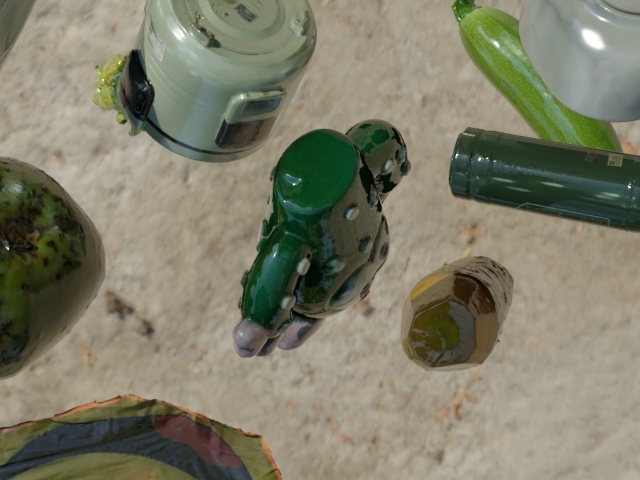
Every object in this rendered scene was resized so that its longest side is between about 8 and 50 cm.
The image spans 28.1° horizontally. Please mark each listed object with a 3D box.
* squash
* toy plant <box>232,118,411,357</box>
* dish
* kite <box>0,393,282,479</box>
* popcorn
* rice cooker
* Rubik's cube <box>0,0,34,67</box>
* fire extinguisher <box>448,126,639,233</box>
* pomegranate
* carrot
[{"bbox_3d":[0.336,-0.226,1.936,0.395,0.107,0.107,52,126,14],"label":"squash"},{"bbox_3d":[0.003,-0.003,1.136,0.112,0.243,0.232,28,97,15],"label":"toy plant"},{"bbox_3d":[0.370,-0.273,1.534,0.256,0.256,0.117,11,148,9],"label":"dish"},{"bbox_3d":[-0.159,0.238,1.011,0.377,0.013,0.327,22,125,-19],"label":"kite"},{"bbox_3d":[-0.309,-0.257,2.152,0.141,0.162,0.135,-3,139,-17],"label":"popcorn"},{"bbox_3d":[-0.130,-0.221,1.596,0.226,0.226,0.244,30,145,-6],"label":"rice cooker"},{"bbox_3d":[-0.504,-0.355,1.493,0.352,0.347,0.351,26,166,-13],"label":"Rubik's cube"},{"bbox_3d":[0.322,-0.074,1.569,0.311,0.114,0.095,13,137,20],"label":"fire extinguisher"},{"bbox_3d":[-0.433,0.042,1.587,0.285,0.285,0.341,42,149,-14],"label":"pomegranate"},{"bbox_3d":[0.164,0.078,1.482,0.114,0.302,0.114,2,98,13],"label":"carrot"}]
